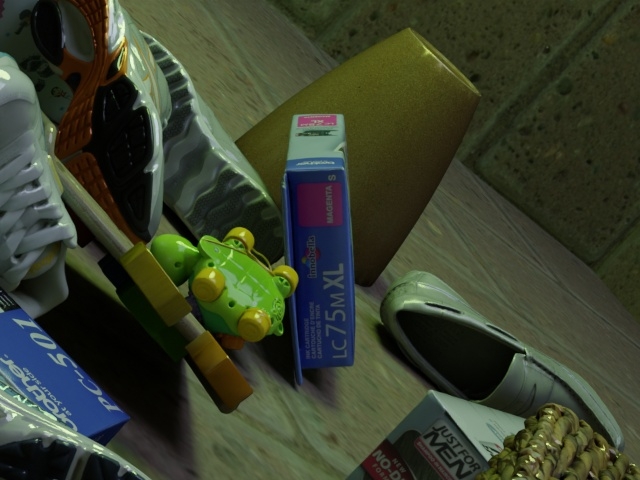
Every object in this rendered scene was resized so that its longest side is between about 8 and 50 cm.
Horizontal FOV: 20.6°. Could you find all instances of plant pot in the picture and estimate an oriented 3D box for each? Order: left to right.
[{"bbox_3d":[0.058,-0.119,2.067,0.237,0.254,0.237,41,11,-9],"label":"plant pot"}]

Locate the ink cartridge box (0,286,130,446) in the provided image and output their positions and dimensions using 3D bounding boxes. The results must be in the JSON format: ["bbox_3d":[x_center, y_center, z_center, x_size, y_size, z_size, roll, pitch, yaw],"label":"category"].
[{"bbox_3d":[-0.208,0.050,0.997,0.207,0.046,0.097,45,11,7],"label":"ink cartridge box"}]

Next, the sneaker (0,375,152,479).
[{"bbox_3d":[-0.157,0.101,0.833,0.283,0.110,0.122,41,8,-13],"label":"sneaker"}]

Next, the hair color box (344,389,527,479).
[{"bbox_3d":[0.182,0.249,1.483,0.185,0.113,0.374,49,11,26],"label":"hair color box"}]

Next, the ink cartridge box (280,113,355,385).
[{"bbox_3d":[0.000,0.000,1.631,0.311,0.065,0.186,-79,166,-75],"label":"ink cartridge box"}]

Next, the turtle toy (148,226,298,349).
[{"bbox_3d":[-0.083,0.038,1.441,0.130,0.066,0.095,40,34,-4],"label":"turtle toy"}]

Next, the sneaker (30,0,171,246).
[{"bbox_3d":[-0.161,-0.100,1.485,0.121,0.099,0.262,36,35,-54],"label":"sneaker"}]

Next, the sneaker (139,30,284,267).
[{"bbox_3d":[-0.132,-0.076,1.688,0.281,0.105,0.115,55,1,12],"label":"sneaker"}]

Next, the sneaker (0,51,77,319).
[{"bbox_3d":[-0.189,-0.030,1.058,0.092,0.087,0.229,48,-20,16],"label":"sneaker"}]

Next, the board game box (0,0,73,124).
[{"bbox_3d":[-0.334,-0.254,1.575,0.303,0.097,0.224,34,13,-46],"label":"board game box"}]

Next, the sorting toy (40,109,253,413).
[{"bbox_3d":[-0.134,0.019,1.188,0.229,0.041,0.307,55,-5,-16],"label":"sorting toy"}]

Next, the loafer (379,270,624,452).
[{"bbox_3d":[0.196,0.157,1.922,0.319,0.112,0.111,35,16,-4],"label":"loafer"}]

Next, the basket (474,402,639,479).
[{"bbox_3d":[0.122,0.248,0.944,0.213,0.223,0.299,41,9,6],"label":"basket"}]
